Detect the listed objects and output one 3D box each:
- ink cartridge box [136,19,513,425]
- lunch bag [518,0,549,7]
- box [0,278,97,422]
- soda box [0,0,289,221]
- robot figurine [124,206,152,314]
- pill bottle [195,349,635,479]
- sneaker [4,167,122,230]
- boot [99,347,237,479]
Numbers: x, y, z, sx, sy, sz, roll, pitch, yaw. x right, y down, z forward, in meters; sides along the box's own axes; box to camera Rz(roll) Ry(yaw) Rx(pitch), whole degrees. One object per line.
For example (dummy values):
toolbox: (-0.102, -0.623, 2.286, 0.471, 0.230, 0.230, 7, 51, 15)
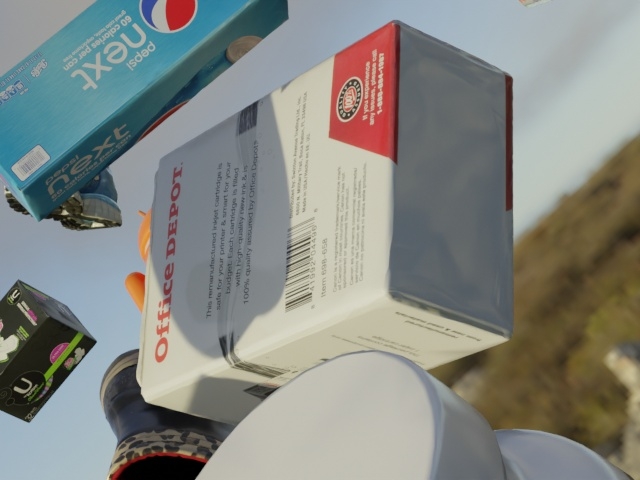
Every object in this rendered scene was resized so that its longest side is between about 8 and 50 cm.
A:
ink cartridge box: (0.000, 0.000, 1.277, 0.273, 0.114, 0.197, -24, 54, 46)
lunch bag: (0.197, -0.259, 1.742, 0.053, 0.071, 0.083, -61, 17, -10)
box: (-0.222, 0.083, 1.396, 0.083, 0.052, 0.062, -50, -39, 5)
soda box: (-0.118, -0.109, 1.150, 0.210, 0.067, 0.071, -40, -13, -10)
robot figurine: (-0.130, 0.029, 2.131, 0.128, 0.219, 0.158, 6, -46, -43)
pill bottle: (0.109, 0.215, 0.845, 0.210, 0.363, 0.210, -37, 30, 26)
sneaker: (-0.224, -0.056, 1.609, 0.063, 0.073, 0.162, -5, -13, 16)
boot: (-0.063, 0.255, 1.964, 0.138, 0.377, 0.284, -61, 10, 12)
